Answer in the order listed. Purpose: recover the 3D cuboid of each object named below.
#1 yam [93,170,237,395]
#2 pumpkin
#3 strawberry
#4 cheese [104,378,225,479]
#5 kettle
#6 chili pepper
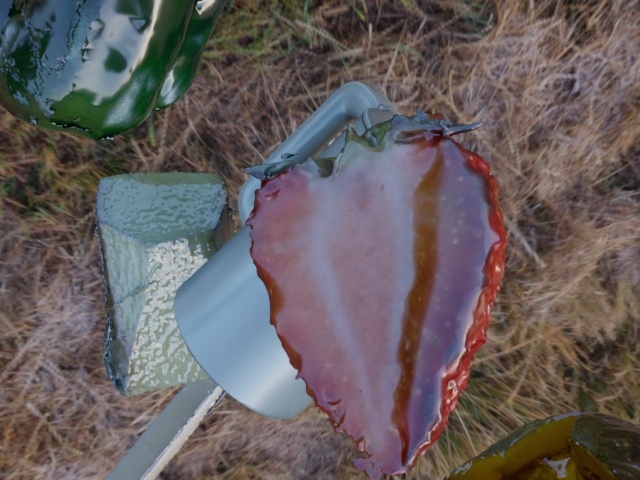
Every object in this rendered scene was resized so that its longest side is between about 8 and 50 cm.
[{"bbox_3d":[-0.208,0.039,1.201,0.202,0.271,0.201,-8,40,-13],"label":"yam"},{"bbox_3d":[0.223,0.300,0.867,0.320,0.320,0.192,-29,96,2],"label":"pumpkin"},{"bbox_3d":[0.056,0.028,0.560,0.174,0.098,0.228,-28,58,10],"label":"strawberry"},{"bbox_3d":[-0.307,0.384,1.560,0.085,0.034,0.400,12,44,33],"label":"cheese"},{"bbox_3d":[0.012,0.011,1.014,0.205,0.265,0.318,39,112,-17],"label":"kettle"},{"bbox_3d":[-0.215,-0.242,0.863,0.233,0.248,0.256,29,122,-6],"label":"chili pepper"}]
